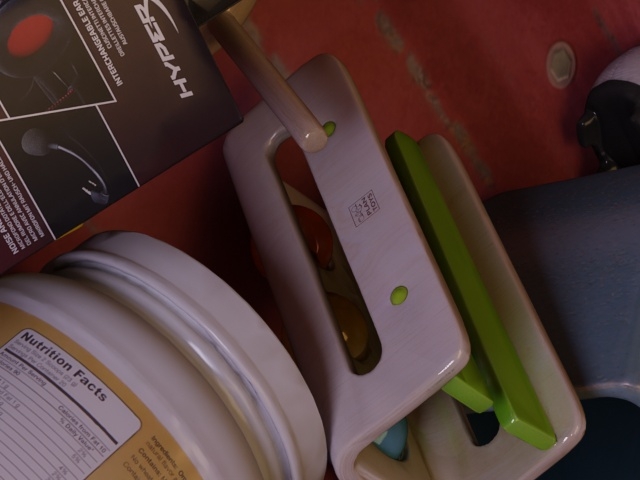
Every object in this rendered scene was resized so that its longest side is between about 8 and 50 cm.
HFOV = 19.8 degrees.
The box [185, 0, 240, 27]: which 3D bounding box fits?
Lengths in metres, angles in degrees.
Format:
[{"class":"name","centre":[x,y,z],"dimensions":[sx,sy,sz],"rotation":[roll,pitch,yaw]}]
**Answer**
[{"class":"box","centre":[-0.136,-0.202,0.996],"dimensions":[0.270,0.060,0.216],"rotation":[-34,117,-16]}]

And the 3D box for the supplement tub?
[{"class":"supplement tub","centre":[-0.168,0.159,0.937],"dimensions":[0.316,0.228,0.228],"rotation":[-41,120,-33]}]

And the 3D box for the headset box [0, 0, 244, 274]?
[{"class":"headset box","centre":[-0.215,-0.043,0.839],"dimensions":[0.293,0.218,0.110],"rotation":[-33,117,-14]}]

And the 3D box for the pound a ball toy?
[{"class":"pound a ball toy","centre":[0.000,0.000,1.084],"dimensions":[0.136,0.319,0.208],"rotation":[-41,133,18]}]

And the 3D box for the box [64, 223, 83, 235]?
[{"class":"box","centre":[-0.214,0.002,0.952],"dimensions":[0.169,0.059,0.054],"rotation":[-30,116,-10]}]

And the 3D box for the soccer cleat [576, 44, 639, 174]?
[{"class":"soccer cleat","centre":[0.314,-0.013,1.453],"dimensions":[0.143,0.116,0.331],"rotation":[-41,120,-33]}]

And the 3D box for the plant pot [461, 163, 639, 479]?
[{"class":"plant pot","centre":[0.184,0.090,1.263],"dimensions":[0.248,0.247,0.252],"rotation":[52,44,-33]}]
